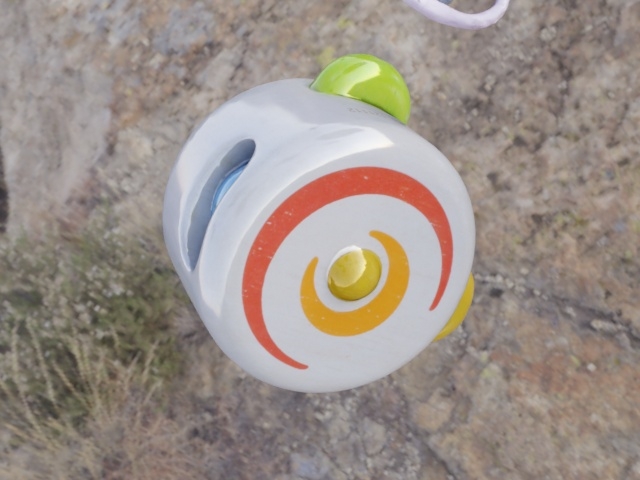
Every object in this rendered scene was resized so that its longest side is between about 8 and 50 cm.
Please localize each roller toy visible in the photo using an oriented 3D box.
[{"bbox_3d":[0.000,0.000,0.637,0.191,0.209,0.146,-23,31,-11],"label":"roller toy"}]

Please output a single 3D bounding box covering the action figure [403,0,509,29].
[{"bbox_3d":[0.114,-0.386,0.693,0.370,0.248,0.276,-56,16,27],"label":"action figure"}]
